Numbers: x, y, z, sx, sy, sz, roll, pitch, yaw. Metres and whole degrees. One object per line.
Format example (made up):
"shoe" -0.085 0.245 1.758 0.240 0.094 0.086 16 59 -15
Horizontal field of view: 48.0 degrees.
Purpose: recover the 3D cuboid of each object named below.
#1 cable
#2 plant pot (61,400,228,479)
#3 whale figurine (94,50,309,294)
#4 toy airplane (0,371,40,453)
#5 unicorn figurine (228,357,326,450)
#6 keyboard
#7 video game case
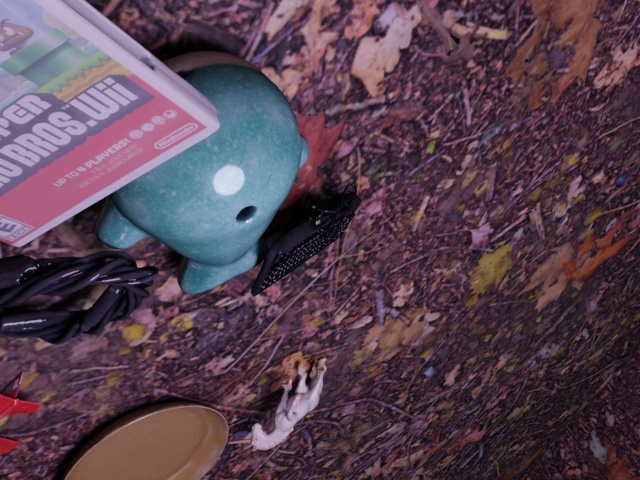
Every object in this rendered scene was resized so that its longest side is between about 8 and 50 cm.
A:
"cable" -0.234 0.057 0.651 0.185 0.047 0.150 -13 152 0
"plant pot" -0.236 0.293 0.962 0.236 0.032 0.236 -25 141 -22
"whale figurine" -0.094 -0.033 0.657 0.216 0.141 0.272 -26 144 -20
"toy airplane" -0.360 0.199 0.757 0.151 0.028 0.151 -25 143 -21
"unicorn figurine" -0.044 0.239 1.029 0.162 0.060 0.111 -18 133 -39
"keyboard" 0.000 0.000 0.798 0.192 0.038 0.100 -36 155 -54
"video game case" -0.222 -0.088 0.428 0.204 0.025 0.285 -27 152 18
